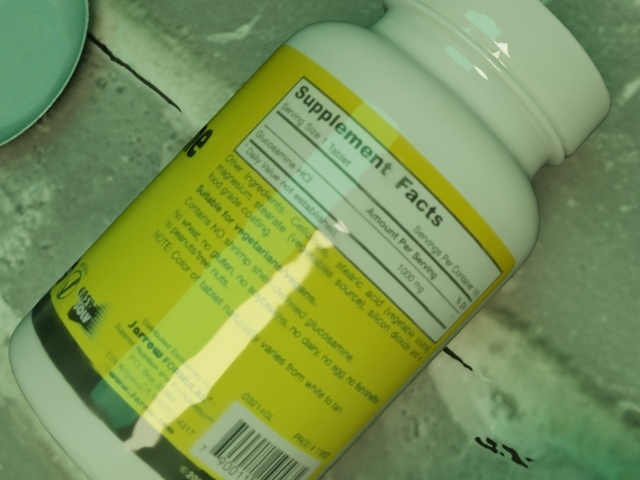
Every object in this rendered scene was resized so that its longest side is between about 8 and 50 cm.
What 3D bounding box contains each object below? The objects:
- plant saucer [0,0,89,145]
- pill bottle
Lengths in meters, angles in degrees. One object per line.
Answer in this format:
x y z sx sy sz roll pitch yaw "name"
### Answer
-0.261 -0.149 0.836 0.195 0.037 0.195 -7 69 19 "plant saucer"
0.000 0.000 0.602 0.334 0.188 0.188 -46 63 -1 "pill bottle"
